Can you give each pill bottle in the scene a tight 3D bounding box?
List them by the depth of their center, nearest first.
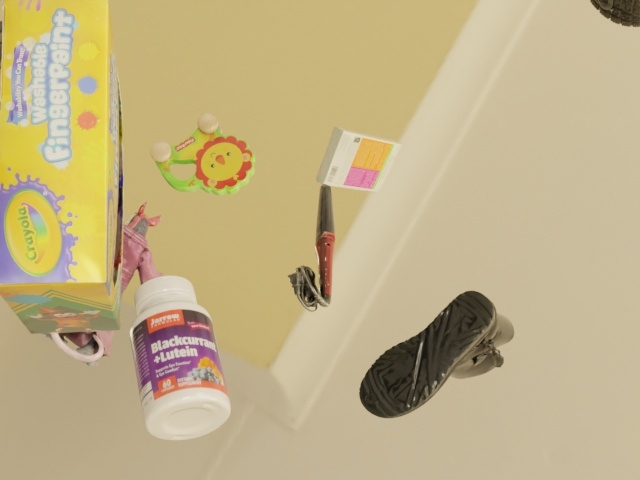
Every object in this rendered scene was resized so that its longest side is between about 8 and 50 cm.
[{"bbox_3d":[-0.183,0.144,1.315,0.108,0.108,0.193,-38,-130,26],"label":"pill bottle"}]

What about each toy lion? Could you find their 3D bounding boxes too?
[{"bbox_3d":[-0.127,-0.087,1.163,0.100,0.034,0.096,-31,-110,-7],"label":"toy lion"}]

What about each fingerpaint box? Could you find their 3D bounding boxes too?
[{"bbox_3d":[-0.392,-0.106,1.611,0.371,0.163,0.444,115,-27,-73],"label":"fingerpaint box"}]

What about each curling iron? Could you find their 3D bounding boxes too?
[{"bbox_3d":[0.000,0.000,1.508,0.035,0.068,0.274,-28,-151,27],"label":"curling iron"}]

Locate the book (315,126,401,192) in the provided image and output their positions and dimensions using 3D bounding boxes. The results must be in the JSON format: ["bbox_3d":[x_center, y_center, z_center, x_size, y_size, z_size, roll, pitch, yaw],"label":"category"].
[{"bbox_3d":[0.063,-0.132,1.730,0.035,0.144,0.096,31,-73,39],"label":"book"}]

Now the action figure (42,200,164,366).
[{"bbox_3d":[-0.479,0.068,2.263,0.370,0.248,0.276,-60,179,-7],"label":"action figure"}]

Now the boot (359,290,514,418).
[{"bbox_3d":[0.186,0.188,1.570,0.246,0.207,0.094,-44,-115,1],"label":"boot"}]

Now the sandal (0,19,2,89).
[{"bbox_3d":[-0.587,-0.296,1.840,0.303,0.086,0.120,-26,-135,37],"label":"sandal"}]

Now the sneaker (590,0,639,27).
[{"bbox_3d":[0.430,-0.438,1.535,0.130,0.109,0.286,-27,-114,-10],"label":"sneaker"}]
